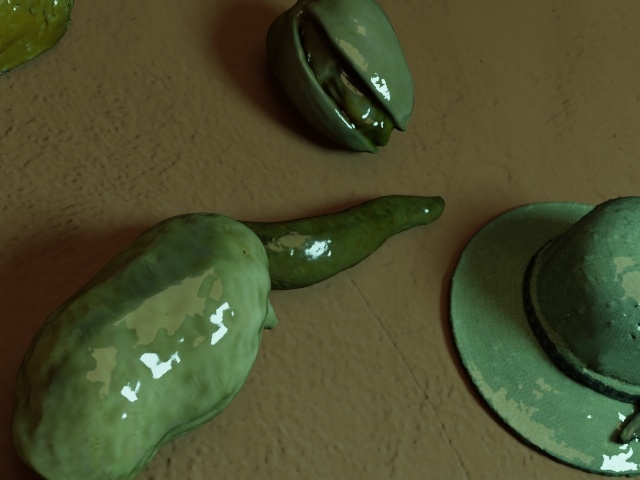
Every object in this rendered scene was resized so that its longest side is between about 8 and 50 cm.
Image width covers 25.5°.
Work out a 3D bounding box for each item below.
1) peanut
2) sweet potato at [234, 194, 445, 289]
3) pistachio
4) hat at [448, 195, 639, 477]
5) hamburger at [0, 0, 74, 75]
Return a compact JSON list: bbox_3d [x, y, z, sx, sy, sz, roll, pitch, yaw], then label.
[{"bbox_3d":[-0.118,0.076,0.951,0.129,0.129,0.224,41,63,11],"label":"peanut"},{"bbox_3d":[0.003,0.001,1.085,0.249,0.059,0.069,-10,48,-29],"label":"sweet potato"},{"bbox_3d":[0.018,-0.141,1.164,0.113,0.113,0.149,-22,81,-30],"label":"pistachio"},{"bbox_3d":[0.237,0.042,1.088,0.257,0.130,0.257,9,55,-13],"label":"hat"},{"bbox_3d":[-0.263,-0.180,1.091,0.176,0.102,0.087,-21,78,-30],"label":"hamburger"}]
